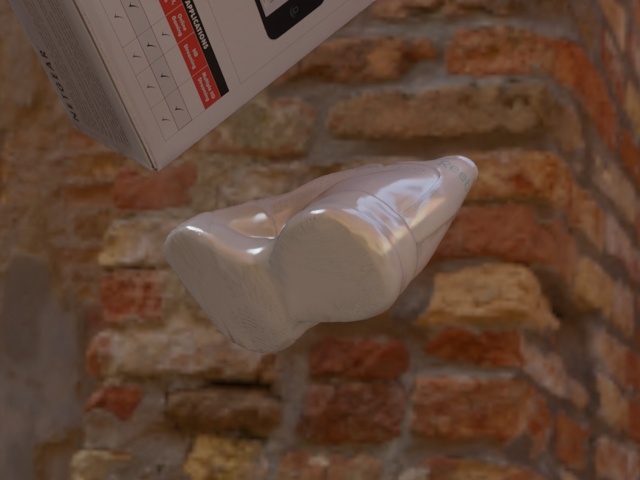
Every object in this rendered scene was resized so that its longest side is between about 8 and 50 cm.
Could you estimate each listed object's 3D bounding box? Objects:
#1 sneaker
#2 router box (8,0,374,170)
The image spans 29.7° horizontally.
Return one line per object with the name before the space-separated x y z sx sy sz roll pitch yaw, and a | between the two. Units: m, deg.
sneaker | 0.000 0.000 0.614 0.094 0.080 0.212 -40 16 -30
router box | -0.054 -0.254 0.615 0.082 0.301 0.335 27 -31 41
